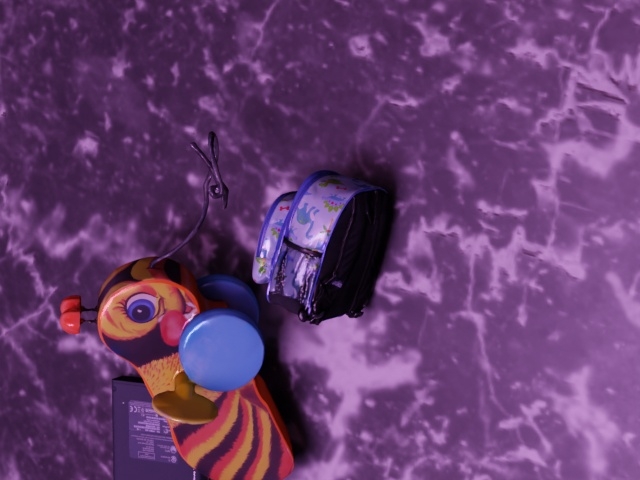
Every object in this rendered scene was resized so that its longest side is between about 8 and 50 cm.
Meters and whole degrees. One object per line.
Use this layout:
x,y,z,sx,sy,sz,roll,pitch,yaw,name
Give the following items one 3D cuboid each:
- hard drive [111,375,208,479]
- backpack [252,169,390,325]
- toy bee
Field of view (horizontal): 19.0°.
-0.144,0.194,1.721,0.094,0.022,0.135,4,99,29,hard drive
0.000,0.000,1.566,0.084,0.105,0.114,24,103,24,backpack
-0.128,0.074,1.602,0.162,0.195,0.298,-13,91,1,toy bee
